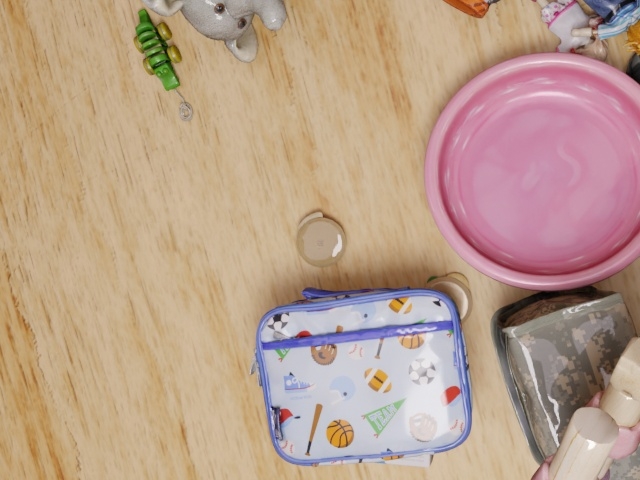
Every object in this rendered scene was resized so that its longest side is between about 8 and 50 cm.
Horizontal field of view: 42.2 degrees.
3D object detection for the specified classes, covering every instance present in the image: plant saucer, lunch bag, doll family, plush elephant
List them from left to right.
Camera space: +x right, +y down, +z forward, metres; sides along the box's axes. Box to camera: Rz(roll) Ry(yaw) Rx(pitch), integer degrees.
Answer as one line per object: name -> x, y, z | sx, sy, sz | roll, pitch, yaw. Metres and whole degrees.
plush elephant -> -0.109, -0.388, 1.143 | 0.329, 0.271, 0.256 | 12, 95, 40
lunch bag -> 0.054, 0.180, 1.157 | 0.303, 0.115, 0.243 | -7, 89, 11
plant saucer -> 0.313, -0.091, 1.152 | 0.331, 0.084, 0.332 | -3, 79, 13
lunch bag -> 0.334, 0.188, 1.096 | 0.168, 0.287, 0.235 | -19, 87, 7
doll family -> 0.418, -0.343, 1.118 | 0.263, 0.118, 0.163 | -39, 83, 14

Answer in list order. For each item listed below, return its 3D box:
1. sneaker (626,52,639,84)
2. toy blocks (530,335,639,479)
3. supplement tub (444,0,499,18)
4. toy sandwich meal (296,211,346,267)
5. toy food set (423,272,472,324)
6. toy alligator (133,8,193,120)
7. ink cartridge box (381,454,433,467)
sneaker -> 0.515, -0.152, 1.143 | 0.106, 0.101, 0.268 | -22, 81, -19
toy blocks -> 0.390, 0.246, 0.836 | 0.288, 0.309, 0.260 | 28, 136, 24
supplement tub -> 0.236, -0.415, 1.152 | 0.117, 0.117, 0.190 | 31, 99, 8
toy sandwich meal -> 0.000, 0.000, 1.278 | 0.085, 0.029, 0.086 | 1, 97, 7
toy food set -> 0.187, 0.093, 1.250 | 0.082, 0.020, 0.083 | -12, 92, 12
toy alligator -> -0.248, -0.276, 1.293 | 0.056, 0.051, 0.190 | -23, 90, 13
ink cartridge box -> 0.102, 0.231, 1.248 | 0.139, 0.082, 0.191 | 2, 95, 12
